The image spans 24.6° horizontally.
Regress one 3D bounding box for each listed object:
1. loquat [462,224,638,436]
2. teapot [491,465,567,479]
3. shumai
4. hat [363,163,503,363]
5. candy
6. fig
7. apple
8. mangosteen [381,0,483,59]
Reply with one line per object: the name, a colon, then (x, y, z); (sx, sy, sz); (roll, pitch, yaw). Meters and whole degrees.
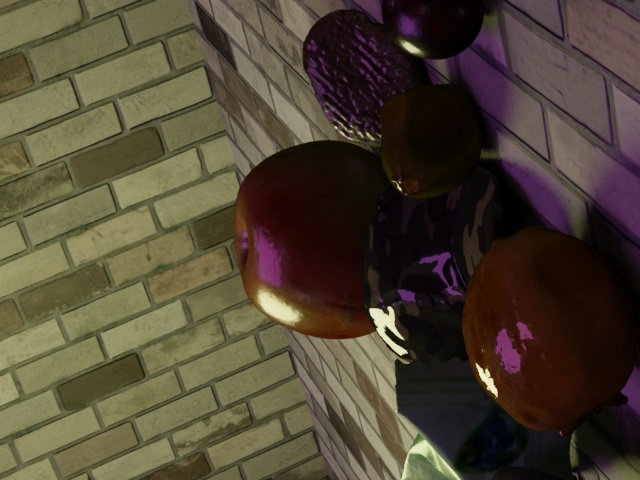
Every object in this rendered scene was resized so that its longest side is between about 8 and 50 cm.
loquat: (0.259, 0.101, 1.696); (0.238, 0.193, 0.238); (53, 157, 34)
teapot: (0.338, 0.425, 1.818); (0.305, 0.285, 0.223); (79, -157, -57)
shumai: (0.067, -0.232, 2.096); (0.209, 0.161, 0.153); (45, -169, -3)
hat: (0.172, 0.063, 2.024); (0.366, 0.257, 0.381); (65, -173, 0)
candy: (0.233, 0.283, 2.019); (0.398, 0.262, 0.172); (82, -169, -63)
fig: (0.139, -0.126, 1.920); (0.144, 0.154, 0.166); (32, -141, -17)
apple: (0.000, 0.000, 2.343); (0.319, 0.277, 0.319); (180, 90, -88)
mangosteen: (0.134, -0.284, 1.730); (0.140, 0.140, 0.140); (61, 167, 25)
